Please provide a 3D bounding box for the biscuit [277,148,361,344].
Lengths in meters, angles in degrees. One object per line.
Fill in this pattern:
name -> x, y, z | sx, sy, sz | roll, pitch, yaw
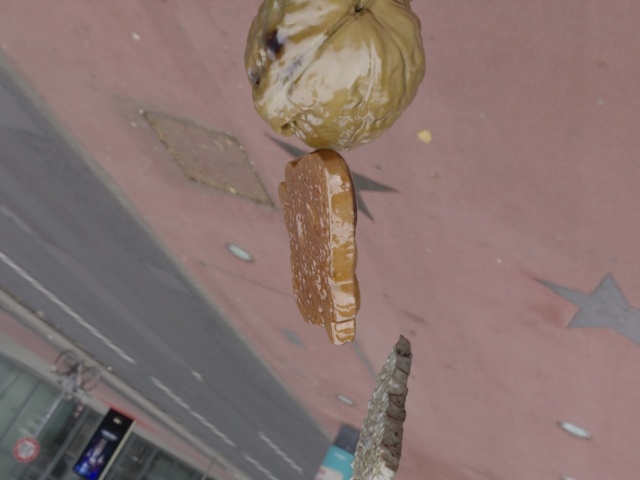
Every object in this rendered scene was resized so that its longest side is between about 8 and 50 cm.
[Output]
biscuit -> 0.000, 0.000, 0.704 | 0.280, 0.043, 0.183 | 107, 145, -60

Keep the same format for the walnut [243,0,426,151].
walnut -> 0.009, -0.155, 0.678 | 0.155, 0.155, 0.184 | 32, 154, -9

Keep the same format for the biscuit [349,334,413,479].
biscuit -> 0.072, 0.233, 0.951 | 0.032, 0.250, 0.133 | 23, 120, -2
